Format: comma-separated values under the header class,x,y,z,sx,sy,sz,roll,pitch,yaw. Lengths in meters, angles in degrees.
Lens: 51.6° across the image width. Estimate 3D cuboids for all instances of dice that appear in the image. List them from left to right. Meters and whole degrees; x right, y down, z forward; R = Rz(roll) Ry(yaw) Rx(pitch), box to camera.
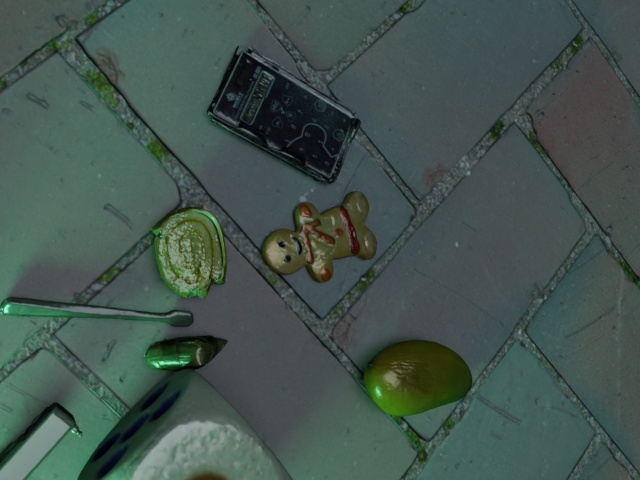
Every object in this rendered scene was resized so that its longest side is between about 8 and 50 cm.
class,x,y,z,sx,sy,sz,roll,pitch,yaw
dice,-0.198,0.368,0.988,0.243,0.251,0.259,-44,103,-19

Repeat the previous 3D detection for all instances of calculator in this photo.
class,x,y,z,sx,sy,sz,roll,pitch,yaw
calculator,-0.061,-0.230,1.226,0.274,0.028,0.166,27,75,-19

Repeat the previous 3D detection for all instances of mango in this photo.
class,x,y,z,sx,sy,sz,roll,pitch,yaw
mango,0.189,0.255,1.261,0.237,0.091,0.137,-8,94,-31

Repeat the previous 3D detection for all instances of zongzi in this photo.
class,x,y,z,sx,sy,sz,roll,pitch,yaw
zongzi,-0.226,0.185,1.109,0.109,0.119,0.055,-4,92,13

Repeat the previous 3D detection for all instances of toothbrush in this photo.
class,x,y,z,sx,sy,sz,roll,pitch,yaw
toothbrush,-0.353,0.115,1.063,0.297,0.030,0.030,7,91,-22

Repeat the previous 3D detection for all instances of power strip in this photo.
class,x,y,z,sx,sy,sz,roll,pitch,yaw
power strip,-0.436,0.328,0.939,0.061,0.145,0.216,46,70,-13

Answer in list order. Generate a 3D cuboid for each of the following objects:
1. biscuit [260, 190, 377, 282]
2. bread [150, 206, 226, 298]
class,x,y,z,sx,sy,sz,roll,pitch,yaw
biscuit,0.000,0.000,1.232,0.234,0.030,0.153,-15,90,-25
bread,-0.218,0.022,1.112,0.117,0.064,0.156,-9,90,-20
